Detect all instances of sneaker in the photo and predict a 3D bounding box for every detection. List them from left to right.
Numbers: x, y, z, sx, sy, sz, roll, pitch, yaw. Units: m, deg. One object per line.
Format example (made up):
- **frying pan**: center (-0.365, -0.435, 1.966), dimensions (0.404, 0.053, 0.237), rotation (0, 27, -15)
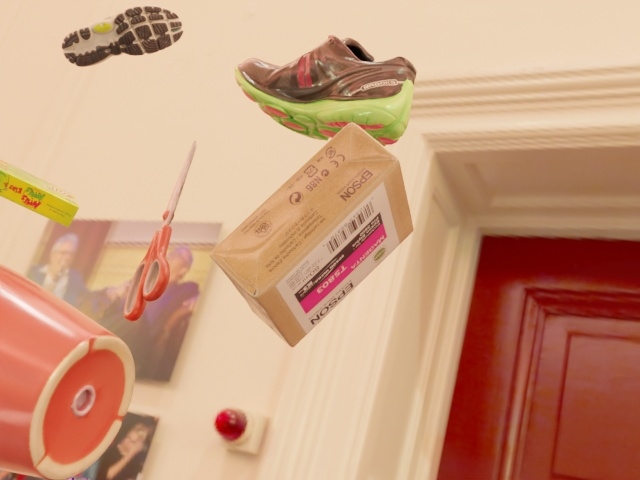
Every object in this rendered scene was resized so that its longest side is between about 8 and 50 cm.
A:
- **sneaker**: center (-0.448, -0.472, 1.791), dimensions (0.275, 0.110, 0.107), rotation (-11, -65, -1)
- **sneaker**: center (0.013, -0.330, 1.695), dimensions (0.482, 0.202, 0.185), rotation (19, -11, 38)

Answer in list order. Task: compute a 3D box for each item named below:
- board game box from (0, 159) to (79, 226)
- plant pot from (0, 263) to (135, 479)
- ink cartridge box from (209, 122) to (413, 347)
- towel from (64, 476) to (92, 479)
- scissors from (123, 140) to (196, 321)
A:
- **board game box**: center (-0.519, -0.091, 1.389), dimensions (0.181, 0.043, 0.092), rotation (29, 4, -27)
- **plant pot**: center (-0.404, 0.183, 1.060), dimensions (0.243, 0.275, 0.275), rotation (15, -21, 23)
- **ink cartridge box**: center (0.000, 0.000, 0.979), dimensions (0.088, 0.234, 0.193), rotation (41, -10, 26)
- **towel**: center (-0.434, 0.515, 1.311), dimensions (0.076, 0.228, 0.308), rotation (48, -21, -19)
- **scissors**: center (-0.239, -0.018, 1.188), dimensions (0.021, 0.297, 0.109), rotation (26, -41, -28)
